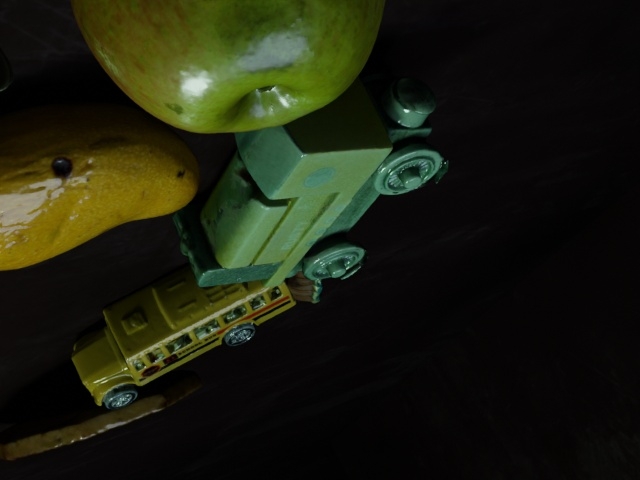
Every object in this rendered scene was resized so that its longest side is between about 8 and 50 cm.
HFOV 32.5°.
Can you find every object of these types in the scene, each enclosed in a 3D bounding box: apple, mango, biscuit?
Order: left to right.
[{"bbox_3d":[-0.258,-0.062,1.091,0.295,0.120,0.177,-20,152,-33],"label":"mango"},{"bbox_3d":[-0.370,0.281,1.800,0.359,0.046,0.359,-19,179,0],"label":"biscuit"},{"bbox_3d":[-0.065,-0.197,0.851,0.246,0.226,0.246,-25,163,-8],"label":"apple"}]

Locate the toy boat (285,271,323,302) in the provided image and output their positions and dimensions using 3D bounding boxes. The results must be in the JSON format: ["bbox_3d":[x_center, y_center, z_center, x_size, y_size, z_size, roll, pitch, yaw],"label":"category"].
[{"bbox_3d":[-0.010,0.000,1.655,0.099,0.108,0.293,-7,151,-21],"label":"toy boat"}]

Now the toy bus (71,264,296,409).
[{"bbox_3d":[-0.211,0.118,1.640,0.336,0.121,0.123,-27,153,-8],"label":"toy bus"}]

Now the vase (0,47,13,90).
[{"bbox_3d":[-0.389,-0.055,0.858,0.321,0.173,0.173,-43,158,20],"label":"vase"}]

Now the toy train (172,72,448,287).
[{"bbox_3d":[-0.021,-0.068,1.390,0.253,0.160,0.397,-8,152,-35],"label":"toy train"}]
